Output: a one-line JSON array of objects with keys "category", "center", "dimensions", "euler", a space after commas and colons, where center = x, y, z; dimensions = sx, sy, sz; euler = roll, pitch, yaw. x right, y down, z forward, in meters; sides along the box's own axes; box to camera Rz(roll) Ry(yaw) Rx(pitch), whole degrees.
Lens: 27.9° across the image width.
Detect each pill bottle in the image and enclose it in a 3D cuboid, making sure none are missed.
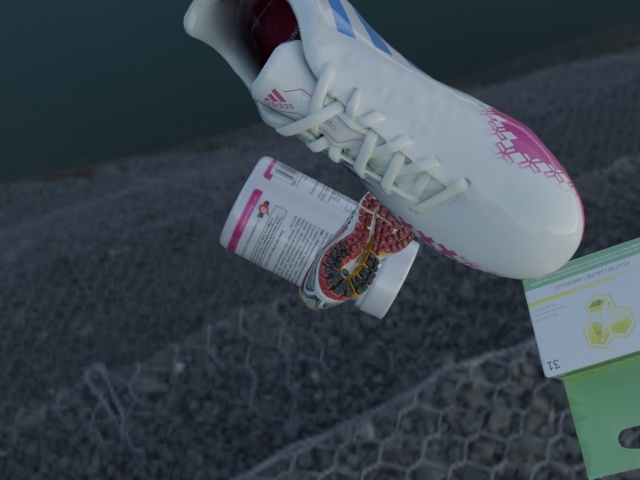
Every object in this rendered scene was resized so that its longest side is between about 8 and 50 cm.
[{"category": "pill bottle", "center": [0.000, 0.000, 2.015], "dimensions": [0.283, 0.160, 0.160], "euler": [28, 43, 1]}]

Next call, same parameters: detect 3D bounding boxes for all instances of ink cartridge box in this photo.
[{"category": "ink cartridge box", "center": [0.332, 0.129, 1.420], "dimensions": [0.056, 0.171, 0.235], "euler": [18, 57, -54]}]

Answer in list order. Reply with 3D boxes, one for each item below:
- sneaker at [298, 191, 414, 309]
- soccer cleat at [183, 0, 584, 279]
[{"category": "sneaker", "center": [0.043, 0.009, 1.669], "dimensions": [0.088, 0.092, 0.225], "euler": [51, 46, -5]}, {"category": "soccer cleat", "center": [0.033, -0.080, 0.914], "dimensions": [0.331, 0.116, 0.143], "euler": [42, 28, 24]}]
